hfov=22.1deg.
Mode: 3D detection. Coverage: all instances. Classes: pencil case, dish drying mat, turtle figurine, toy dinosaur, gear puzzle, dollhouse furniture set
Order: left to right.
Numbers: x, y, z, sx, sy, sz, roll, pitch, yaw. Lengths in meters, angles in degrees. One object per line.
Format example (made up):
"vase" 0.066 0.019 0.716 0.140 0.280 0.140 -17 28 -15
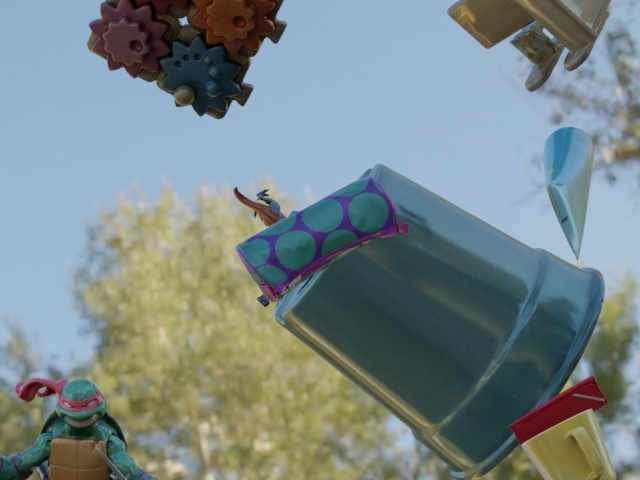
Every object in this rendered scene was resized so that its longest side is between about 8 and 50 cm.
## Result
"turtle figurine" -0.198 0.201 1.344 0.175 0.118 0.234 5 -66 13
"gear puzzle" -0.097 -0.270 1.558 0.175 0.044 0.339 29 -59 -2
"toy dinosaur" -0.048 -0.015 1.787 0.090 0.082 0.047 5 -57 -38
"pencil case" 0.000 0.000 1.521 0.151 0.070 0.064 -30 -35 -11
"dollhouse furniture set" 0.239 -0.282 1.948 0.212 0.161 0.242 39 -32 -15
"dish drying mat" 0.203 0.148 1.397 0.083 0.008 0.032 -31 -65 2

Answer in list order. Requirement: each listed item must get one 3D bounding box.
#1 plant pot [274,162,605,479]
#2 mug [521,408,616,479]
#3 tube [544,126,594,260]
"plant pot" 0.140 0.091 2.184 0.334 0.341 0.341 33 -42 -8
"mug" 0.195 0.173 1.270 0.062 0.064 0.078 -31 -13 19
"tube" 0.245 -0.055 1.627 0.052 0.207 0.080 -23 -74 18
